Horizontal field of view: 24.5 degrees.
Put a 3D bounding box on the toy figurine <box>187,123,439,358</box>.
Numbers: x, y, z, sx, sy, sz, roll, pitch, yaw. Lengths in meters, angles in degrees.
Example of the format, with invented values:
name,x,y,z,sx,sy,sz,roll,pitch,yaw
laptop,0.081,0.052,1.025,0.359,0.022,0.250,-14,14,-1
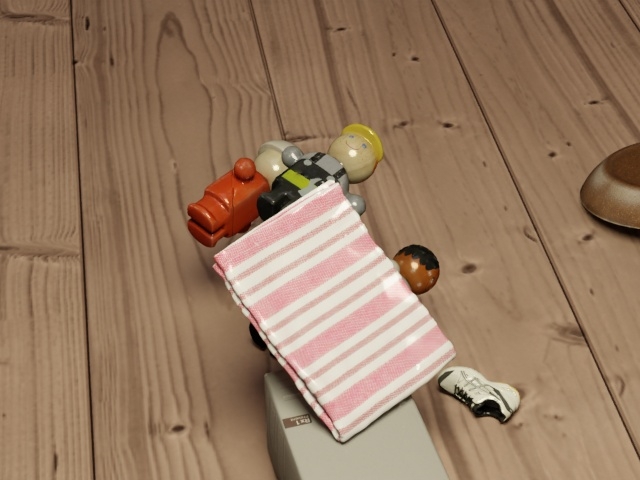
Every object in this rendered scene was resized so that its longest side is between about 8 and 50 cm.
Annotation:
name,x,y,z,sx,sy,sz,roll,pitch,yaw
toy figurine,0.000,0.000,1.437,0.148,0.213,0.209,-38,15,-32

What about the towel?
name,x,y,z,sx,sy,sz,roll,pitch,yaw
towel,0.015,0.059,1.277,0.144,0.029,0.197,-34,86,-29

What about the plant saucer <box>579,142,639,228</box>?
name,x,y,z,sx,sy,sz,roll,pitch,yaw
plant saucer,0.386,-0.070,1.630,0.199,0.036,0.198,-7,26,3

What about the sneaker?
name,x,y,z,sx,sy,sz,roll,pitch,yaw
sneaker,0.147,0.146,1.404,0.083,0.032,0.037,15,41,23

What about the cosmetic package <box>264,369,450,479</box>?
name,x,y,z,sx,sy,sz,roll,pitch,yaw
cosmetic package,0.037,0.213,1.270,0.127,0.107,0.238,-10,35,-13
